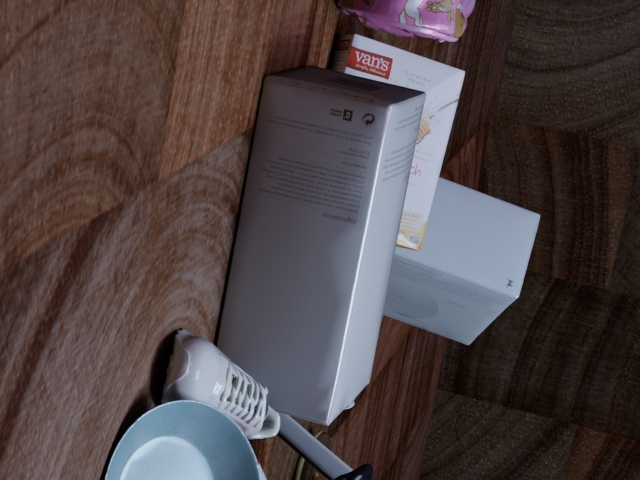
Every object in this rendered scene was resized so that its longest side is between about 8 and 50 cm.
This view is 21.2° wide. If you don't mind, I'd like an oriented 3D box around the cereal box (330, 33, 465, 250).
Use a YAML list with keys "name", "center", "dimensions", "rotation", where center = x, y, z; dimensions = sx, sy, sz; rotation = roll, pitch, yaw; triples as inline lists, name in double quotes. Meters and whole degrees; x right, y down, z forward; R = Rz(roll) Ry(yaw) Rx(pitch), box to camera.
- name: "cereal box"
  center: [0.075, -0.122, 2.150]
  dimensions: [0.047, 0.173, 0.240]
  rotation: [11, -93, 62]

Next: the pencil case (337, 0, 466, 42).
- name: "pencil case"
  center: [0.134, -0.437, 2.060]
  dimensions: [0.167, 0.160, 0.386]
  rotation: [-16, 118, -76]

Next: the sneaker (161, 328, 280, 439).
- name: "sneaker"
  center: [-0.103, 0.156, 1.784]
  dimensions: [0.235, 0.095, 0.090]
  rotation: [61, 45, -71]

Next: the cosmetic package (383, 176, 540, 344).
- name: "cosmetic package"
  center: [0.154, 0.019, 2.378]
  dimensions: [0.225, 0.224, 0.138]
  rotation: [124, -15, -68]

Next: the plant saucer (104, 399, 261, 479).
- name: "plant saucer"
  center: [-0.142, 0.252, 1.673]
  dimensions: [0.195, 0.037, 0.195]
  rotation: [4, 84, -42]

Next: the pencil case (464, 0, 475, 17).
- name: "pencil case"
  center: [0.147, -0.390, 2.291]
  dimensions: [0.284, 0.124, 0.124]
  rotation: [71, 35, -71]

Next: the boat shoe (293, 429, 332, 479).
- name: "boat shoe"
  center: [-0.010, 0.365, 2.539]
  dimensions: [0.064, 0.060, 0.178]
  rotation: [88, 19, -52]

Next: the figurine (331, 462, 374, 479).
- name: "figurine"
  center: [-0.008, 0.372, 1.876]
  dimensions: [0.209, 0.092, 0.215]
  rotation: [-37, 142, -51]

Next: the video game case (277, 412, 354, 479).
- name: "video game case"
  center: [-0.005, 0.258, 2.065]
  dimensions: [0.026, 0.227, 0.206]
  rotation: [-48, 164, -7]

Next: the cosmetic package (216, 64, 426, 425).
- name: "cosmetic package"
  center: [0.000, 0.000, 1.937]
  dimensions: [0.197, 0.155, 0.365]
  rotation: [-29, 132, -74]

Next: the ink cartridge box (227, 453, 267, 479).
- name: "ink cartridge box"
  center: [-0.126, 0.320, 1.839]
  dimensions: [0.237, 0.100, 0.172]
  rotation: [75, 32, -67]
